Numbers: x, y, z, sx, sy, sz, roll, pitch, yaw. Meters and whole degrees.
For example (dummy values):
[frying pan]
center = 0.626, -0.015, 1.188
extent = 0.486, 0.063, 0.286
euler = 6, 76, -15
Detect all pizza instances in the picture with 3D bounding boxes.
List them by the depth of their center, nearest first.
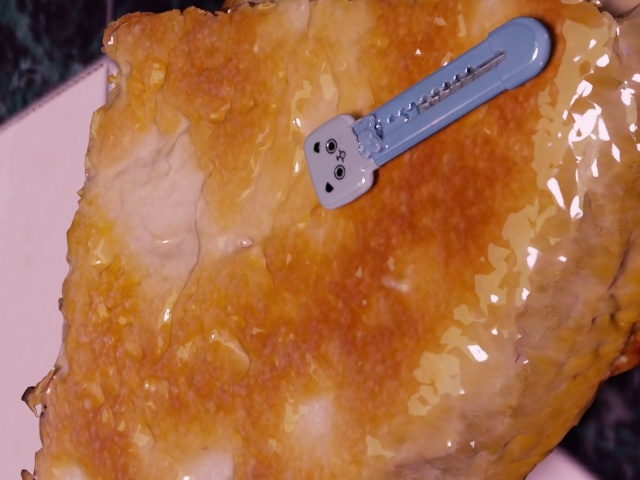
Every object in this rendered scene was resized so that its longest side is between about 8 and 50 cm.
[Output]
[pizza]
center = 0.000, 0.000, 0.638
extent = 0.335, 0.086, 0.226
euler = -47, 57, 32

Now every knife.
[knife]
center = 0.029, -0.039, 0.551
extent = 0.096, 0.010, 0.027
euler = -30, 68, 37
